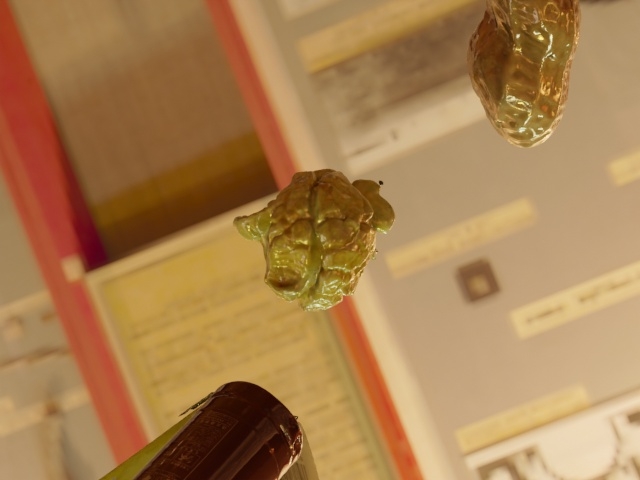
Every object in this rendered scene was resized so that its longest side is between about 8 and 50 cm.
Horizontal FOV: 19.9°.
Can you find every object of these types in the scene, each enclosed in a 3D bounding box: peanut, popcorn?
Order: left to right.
[{"bbox_3d":[0.000,0.000,1.789,0.162,0.141,0.135,2,-177,-25],"label":"popcorn"},{"bbox_3d":[0.213,-0.219,1.920,0.110,0.233,0.196,6,-150,-6],"label":"peanut"}]

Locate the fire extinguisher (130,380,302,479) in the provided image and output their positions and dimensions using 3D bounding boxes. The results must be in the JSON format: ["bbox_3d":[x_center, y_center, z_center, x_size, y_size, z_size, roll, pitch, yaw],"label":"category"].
[{"bbox_3d":[-0.126,0.231,1.481,0.105,0.105,0.269,-23,-162,48],"label":"fire extinguisher"}]

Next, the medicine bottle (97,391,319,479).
[{"bbox_3d":[-0.130,0.275,1.818,0.250,0.141,0.137,-35,143,26],"label":"medicine bottle"}]
